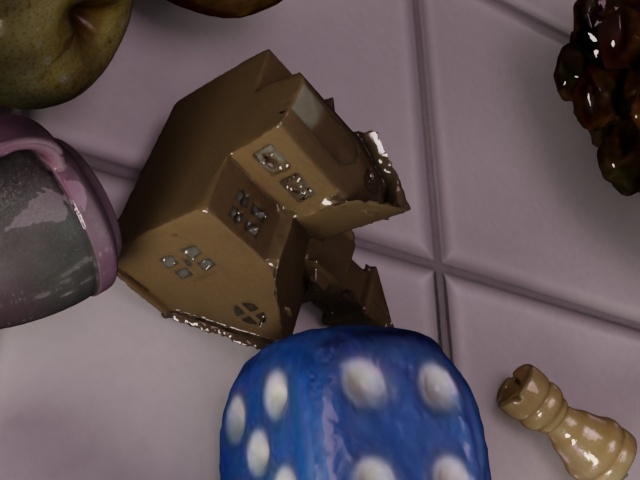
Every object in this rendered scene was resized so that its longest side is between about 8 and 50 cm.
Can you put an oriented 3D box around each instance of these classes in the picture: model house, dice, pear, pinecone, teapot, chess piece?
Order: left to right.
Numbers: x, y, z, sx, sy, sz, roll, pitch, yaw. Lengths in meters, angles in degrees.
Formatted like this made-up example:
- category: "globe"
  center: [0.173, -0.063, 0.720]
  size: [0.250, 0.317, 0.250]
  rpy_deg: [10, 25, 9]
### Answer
- category: "teapot"
  center: [-0.198, 0.003, 0.522]
  size: [0.146, 0.148, 0.116]
  rpy_deg: [-32, 96, -30]
- category: "pear"
  center: [-0.202, -0.173, 0.595]
  size: [0.136, 0.167, 0.167]
  rpy_deg: [32, 45, 17]
- category: "model house"
  center: [0.000, 0.000, 0.672]
  size: [0.248, 0.176, 0.181]
  rpy_deg: [43, 45, -32]
- category: "dice"
  center: [0.021, 0.146, 0.599]
  size: [0.146, 0.143, 0.146]
  rpy_deg: [9, 61, -32]
- category: "chess piece"
  center: [0.219, 0.167, 0.793]
  size: [0.122, 0.066, 0.066]
  rpy_deg: [37, 49, -8]
- category: "pinecone"
  center: [0.461, -0.205, 0.994]
  size: [0.397, 0.397, 0.398]
  rpy_deg: [17, 57, -29]

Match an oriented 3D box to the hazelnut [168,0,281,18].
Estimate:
- category: "hazelnut"
  center: [-0.096, -0.294, 0.742]
  size: [0.208, 0.208, 0.208]
  rpy_deg: [17, 57, -29]
